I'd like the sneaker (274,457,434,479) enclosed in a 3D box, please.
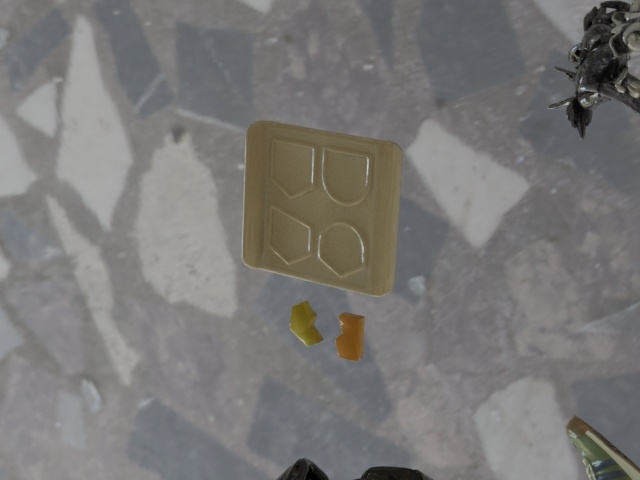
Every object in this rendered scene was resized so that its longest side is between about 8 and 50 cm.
[{"bbox_3d":[0.055,0.236,0.955,0.293,0.102,0.146,20,71,40],"label":"sneaker"}]

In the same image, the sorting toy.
[{"bbox_3d":[0.000,0.000,1.822,0.229,0.041,0.307,11,108,27],"label":"sorting toy"}]

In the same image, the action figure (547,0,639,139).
[{"bbox_3d":[0.333,-0.182,1.316,0.141,0.164,0.275,23,159,-11],"label":"action figure"}]

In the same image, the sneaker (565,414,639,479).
[{"bbox_3d":[0.367,0.313,1.702,0.086,0.064,0.192,-51,57,5],"label":"sneaker"}]
